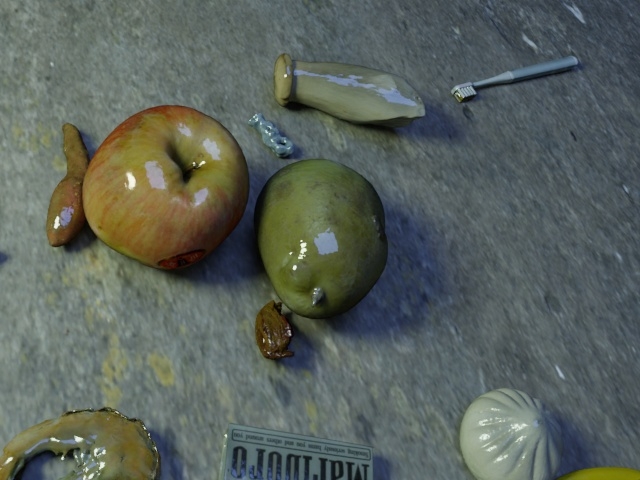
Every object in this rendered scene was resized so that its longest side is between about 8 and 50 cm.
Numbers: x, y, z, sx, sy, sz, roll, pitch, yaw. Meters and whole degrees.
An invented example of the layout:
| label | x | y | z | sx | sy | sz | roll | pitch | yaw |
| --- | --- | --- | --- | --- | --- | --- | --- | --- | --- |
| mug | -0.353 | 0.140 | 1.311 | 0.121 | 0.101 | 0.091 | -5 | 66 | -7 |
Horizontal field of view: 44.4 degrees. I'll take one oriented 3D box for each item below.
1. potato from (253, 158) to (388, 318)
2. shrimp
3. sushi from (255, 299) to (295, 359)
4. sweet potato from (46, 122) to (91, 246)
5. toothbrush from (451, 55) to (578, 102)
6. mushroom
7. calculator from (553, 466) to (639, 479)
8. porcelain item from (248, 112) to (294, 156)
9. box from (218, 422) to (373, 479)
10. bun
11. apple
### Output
| label | x | y | z | sx | sy | sz | roll | pitch | yaw |
| --- | --- | --- | --- | --- | --- | --- | --- | --- | --- |
| potato | 0.000 | 0.000 | 1.025 | 0.174 | 0.159 | 0.251 | -6 | 41 | 6 |
| shrimp | -0.266 | 0.269 | 0.782 | 0.173 | 0.058 | 0.253 | 30 | 49 | 10 |
| sushi | -0.055 | 0.116 | 0.979 | 0.047 | 0.050 | 0.099 | 0 | 46 | -18 |
| sweet potato | -0.324 | -0.080 | 1.023 | 0.050 | 0.050 | 0.214 | 7 | 49 | -17 |
| toothbrush | 0.377 | -0.312 | 1.490 | 0.342 | 0.025 | 0.030 | -21 | 72 | -33 |
| mushroom | 0.044 | -0.237 | 1.256 | 0.247 | 0.096 | 0.108 | 13 | 52 | -7 |
| calculator | 0.380 | 0.357 | 0.986 | 0.235 | 0.032 | 0.146 | 3 | 55 | -18 |
| porcelain item | -0.073 | -0.158 | 1.192 | 0.083 | 0.028 | 0.036 | 43 | 49 | 11 |
| box | -0.025 | 0.275 | 0.883 | 0.178 | 0.036 | 0.115 | 12 | 52 | -14 |
| bun | 0.248 | 0.245 | 0.980 | 0.138 | 0.094 | 0.138 | 9 | 55 | -13 |
| apple | -0.192 | -0.062 | 0.987 | 0.210 | 0.164 | 0.209 | 13 | 60 | -24 |
